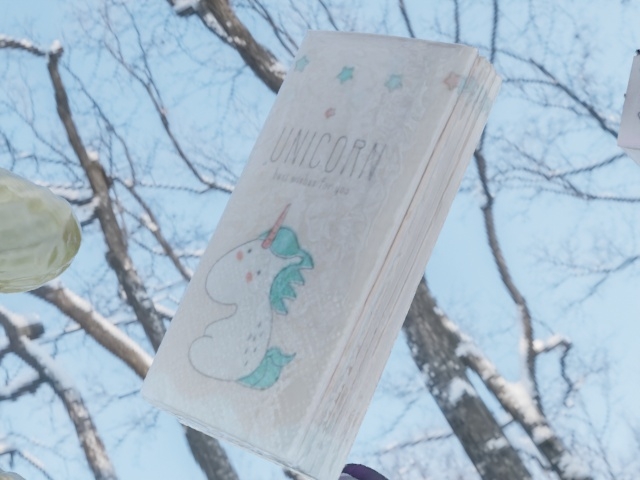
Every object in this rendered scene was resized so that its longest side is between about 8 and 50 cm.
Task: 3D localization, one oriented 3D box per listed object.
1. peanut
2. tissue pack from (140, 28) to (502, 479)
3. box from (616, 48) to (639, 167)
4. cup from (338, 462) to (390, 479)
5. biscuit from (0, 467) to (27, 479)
[{"bbox_3d":[-0.222,0.002,0.597,0.187,0.082,0.082,-17,-42,-42],"label":"peanut"},{"bbox_3d":[0.000,0.000,0.795,0.071,0.170,0.325,38,-110,-47],"label":"tissue pack"},{"bbox_3d":[0.422,-0.088,0.999,0.251,0.203,0.106,27,-108,-50],"label":"box"},{"bbox_3d":[-0.018,0.398,1.206,0.203,0.203,0.288,25,-68,-41],"label":"cup"},{"bbox_3d":[-0.275,0.335,0.845,0.044,0.217,0.325,-23,-48,-73],"label":"biscuit"}]
